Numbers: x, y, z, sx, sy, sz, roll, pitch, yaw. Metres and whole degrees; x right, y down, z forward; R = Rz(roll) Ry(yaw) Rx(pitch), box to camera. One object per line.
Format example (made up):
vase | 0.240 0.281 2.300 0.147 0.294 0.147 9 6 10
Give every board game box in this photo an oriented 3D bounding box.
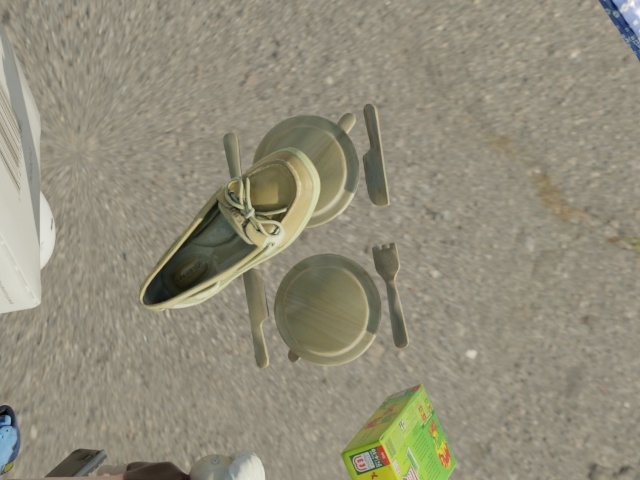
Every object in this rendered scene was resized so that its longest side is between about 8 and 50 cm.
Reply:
board game box | 0.079 0.211 1.211 0.043 0.181 0.092 -22 93 20

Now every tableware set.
tableware set | 0.000 0.000 0.968 0.128 0.039 0.194 -9 86 18

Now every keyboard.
keyboard | -0.377 0.358 1.761 0.180 0.108 0.023 -42 111 -34

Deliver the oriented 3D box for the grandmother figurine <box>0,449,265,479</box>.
grandmother figurine | -0.236 0.317 1.530 0.342 0.208 0.104 -7 118 -12

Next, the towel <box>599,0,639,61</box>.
towel | 0.303 -0.296 1.008 0.243 0.040 0.336 -43 124 6

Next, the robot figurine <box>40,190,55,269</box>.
robot figurine | -0.491 0.009 1.657 0.278 0.173 0.209 -29 96 -16

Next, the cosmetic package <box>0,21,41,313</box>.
cosmetic package | -0.389 -0.037 0.847 0.366 0.155 0.197 -10 51 2

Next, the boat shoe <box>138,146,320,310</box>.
boat shoe | -0.061 -0.003 0.817 0.153 0.048 0.056 -37 85 31

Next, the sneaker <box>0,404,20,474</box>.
sneaker | -0.405 0.255 1.485 0.069 0.209 0.082 13 101 -2
